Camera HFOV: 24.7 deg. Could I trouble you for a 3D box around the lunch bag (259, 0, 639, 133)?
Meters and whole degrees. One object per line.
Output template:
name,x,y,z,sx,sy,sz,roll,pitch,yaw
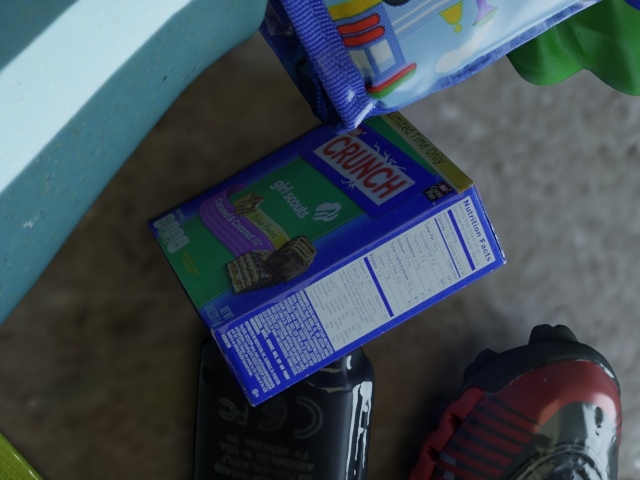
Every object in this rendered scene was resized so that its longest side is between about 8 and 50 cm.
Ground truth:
lunch bag,0.040,-0.185,0.410,0.221,0.138,0.293,-33,118,-6

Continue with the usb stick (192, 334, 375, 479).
usb stick,-0.023,0.162,0.630,0.077,0.045,0.278,13,114,18

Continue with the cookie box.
cookie box,0.000,0.000,0.547,0.107,0.092,0.040,-29,123,-6

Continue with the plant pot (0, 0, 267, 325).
plant pot,-0.165,-0.065,0.369,0.255,0.271,0.272,-36,121,-10

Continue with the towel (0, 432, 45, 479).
towel,-0.161,0.115,0.581,0.102,0.021,0.237,-36,121,-1

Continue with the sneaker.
sneaker,0.080,0.177,0.634,0.097,0.135,0.276,10,108,-22

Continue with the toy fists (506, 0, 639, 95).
toy fists,0.174,-0.159,0.539,0.279,0.096,0.142,-31,107,-4
